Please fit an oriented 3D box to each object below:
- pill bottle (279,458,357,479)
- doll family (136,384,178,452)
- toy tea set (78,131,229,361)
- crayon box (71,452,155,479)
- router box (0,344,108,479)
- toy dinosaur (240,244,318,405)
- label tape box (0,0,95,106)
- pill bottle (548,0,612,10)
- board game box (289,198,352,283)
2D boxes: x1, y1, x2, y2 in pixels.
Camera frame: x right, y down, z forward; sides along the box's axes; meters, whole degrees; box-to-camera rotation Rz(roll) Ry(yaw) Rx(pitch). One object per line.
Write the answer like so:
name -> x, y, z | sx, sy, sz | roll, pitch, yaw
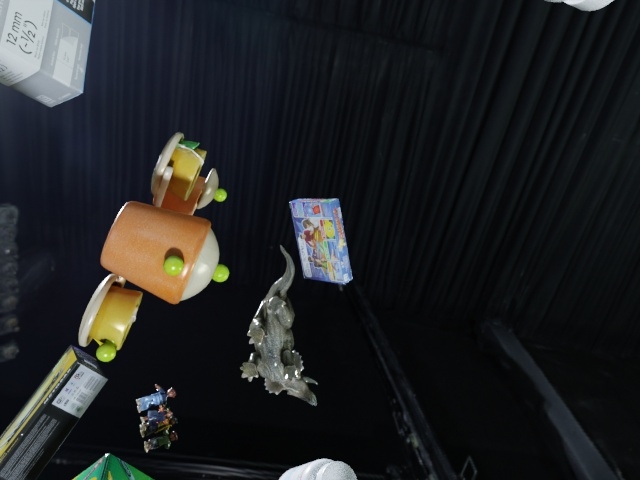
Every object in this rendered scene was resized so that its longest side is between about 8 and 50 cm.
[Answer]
pill bottle -> -0.006, 0.417, 0.868 | 0.087, 0.160, 0.087 | 16, -125, -24
doll family -> -0.459, 0.507, 1.486 | 0.112, 0.192, 0.076 | -12, -152, -30
toy tea set -> -0.169, -0.010, 0.646 | 0.125, 0.200, 0.335 | 23, -141, -12
crayon box -> -0.414, 0.517, 0.916 | 0.165, 0.279, 0.081 | 47, -169, -26
router box -> -0.622, 0.403, 1.168 | 0.081, 0.308, 0.243 | 40, 160, -22
toy dinosaur -> -0.086, 0.169, 0.949 | 0.121, 0.313, 0.160 | -11, -179, -2
label tape box -> -0.599, -0.442, 0.942 | 0.115, 0.248, 0.348 | -9, 161, 27
pill bottle -> 0.296, -0.386, 0.671 | 0.221, 0.121, 0.121 | 10, -156, -25
board game box -> 0.000, 0.000, 1.250 | 0.136, 0.201, 0.035 | 5, -159, 43
